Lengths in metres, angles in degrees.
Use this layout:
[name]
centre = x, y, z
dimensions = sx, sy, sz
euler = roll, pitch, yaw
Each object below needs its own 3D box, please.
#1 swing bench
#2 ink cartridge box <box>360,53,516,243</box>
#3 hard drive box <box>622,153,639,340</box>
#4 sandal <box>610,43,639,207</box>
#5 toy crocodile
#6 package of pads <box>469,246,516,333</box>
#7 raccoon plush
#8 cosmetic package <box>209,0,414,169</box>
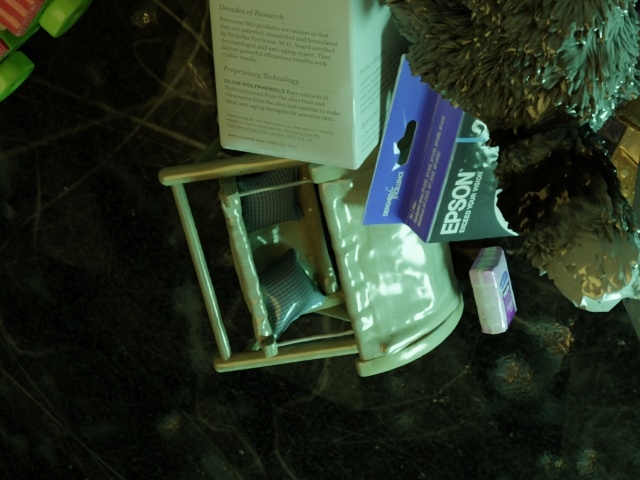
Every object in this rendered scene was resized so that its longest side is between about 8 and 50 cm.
[swing bench]
centre = 0.000, 0.000, 1.608
dimensions = 0.255, 0.165, 0.253
euler = 0, 121, 26
[ink cartridge box]
centre = 0.158, -0.090, 1.466
dimensions = 0.208, 0.045, 0.206
euler = -5, 131, -21
[hard drive box]
centre = 0.387, -0.020, 1.401
dimensions = 0.181, 0.089, 0.232
euler = -4, 125, -4
[sandal]
centre = 0.318, -0.112, 1.428
dimensions = 0.088, 0.079, 0.240
euler = 22, 128, 12
[toy crocodile]
centre = -0.353, -0.239, 1.662
dimensions = 0.115, 0.105, 0.340
euler = 44, 129, -6
[package of pads]
centre = 0.185, 0.054, 1.624
dimensions = 0.032, 0.050, 0.083
euler = 0, 120, 27
[raccoon plush]
centre = 0.228, -0.207, 1.234
dimensions = 0.446, 0.216, 0.299
euler = 61, 155, 26
[cosmetic package]
centre = 0.000, -0.275, 1.404
dimensions = 0.155, 0.197, 0.365
euler = 11, 124, 21
